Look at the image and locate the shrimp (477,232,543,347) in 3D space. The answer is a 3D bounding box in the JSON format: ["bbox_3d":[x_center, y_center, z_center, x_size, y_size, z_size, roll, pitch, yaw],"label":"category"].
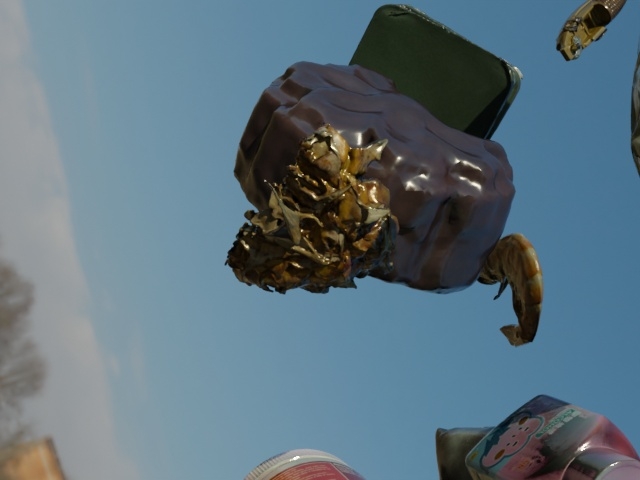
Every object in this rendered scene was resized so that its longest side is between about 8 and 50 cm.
[{"bbox_3d":[0.264,0.076,1.966,0.296,0.058,0.169,173,-87,-73],"label":"shrimp"}]

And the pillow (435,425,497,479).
[{"bbox_3d":[0.257,0.345,1.884,0.250,0.106,0.185,-21,-114,45],"label":"pillow"}]

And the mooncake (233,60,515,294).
[{"bbox_3d":[0.072,-0.093,1.765,0.381,0.350,0.212,28,-65,12],"label":"mooncake"}]

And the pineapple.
[{"bbox_3d":[-0.004,0.004,1.459,0.161,0.158,0.334,44,-28,4],"label":"pineapple"}]

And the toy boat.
[{"bbox_3d":[0.371,-0.300,1.805,0.049,0.149,0.047,0,-49,56],"label":"toy boat"}]

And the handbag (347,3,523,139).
[{"bbox_3d":[0.151,-0.209,2.033,0.248,0.260,0.079,31,16,7],"label":"handbag"}]

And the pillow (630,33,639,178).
[{"bbox_3d":[0.318,-0.094,1.129,0.280,0.076,0.274,54,40,-51],"label":"pillow"}]

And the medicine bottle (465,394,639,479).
[{"bbox_3d":[0.231,0.222,1.222,0.094,0.119,0.188,56,-14,-15],"label":"medicine bottle"}]

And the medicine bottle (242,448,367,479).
[{"bbox_3d":[0.001,0.477,2.030,0.241,0.253,0.252,-152,-133,-66],"label":"medicine bottle"}]
